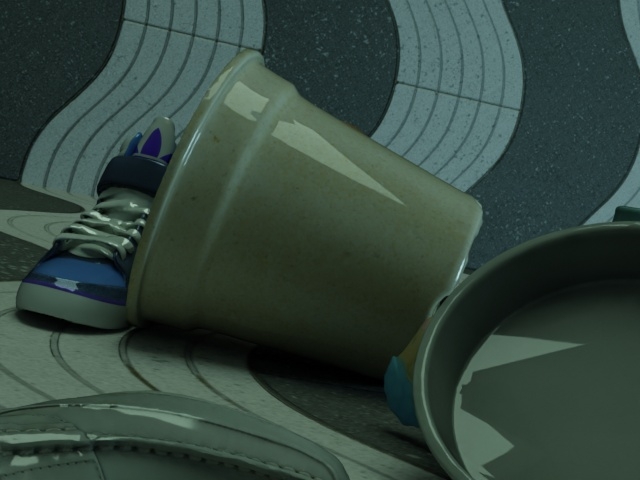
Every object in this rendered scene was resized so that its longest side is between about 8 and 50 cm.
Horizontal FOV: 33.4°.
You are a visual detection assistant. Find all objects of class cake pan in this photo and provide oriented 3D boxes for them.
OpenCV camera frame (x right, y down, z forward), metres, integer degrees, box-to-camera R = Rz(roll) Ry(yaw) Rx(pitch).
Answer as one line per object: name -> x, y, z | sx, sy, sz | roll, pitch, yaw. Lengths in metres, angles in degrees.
cake pan -> 0.216, 0.103, 0.777 | 0.293, 0.293, 0.054 | 14, -39, 33

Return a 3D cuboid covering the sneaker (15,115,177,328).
sneaker -> -0.232, -0.033, 1.222 | 0.130, 0.236, 0.323 | 13, 4, 11

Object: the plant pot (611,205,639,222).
plant pot -> 0.501, 0.088, 1.564 | 0.272, 0.255, 0.271 | 12, 4, -1

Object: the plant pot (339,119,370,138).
plant pot -> 0.025, -0.005, 1.544 | 0.291, 0.290, 0.203 | 8, 22, -40

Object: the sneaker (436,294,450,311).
sneaker -> 0.205, 0.119, 1.361 | 0.281, 0.106, 0.163 | 15, 2, 45

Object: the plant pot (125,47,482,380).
plant pot -> 0.000, 0.000, 1.172 | 0.306, 0.333, 0.334 | 23, 5, 4

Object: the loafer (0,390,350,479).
loafer -> -0.131, 0.119, 0.406 | 0.320, 0.112, 0.111 | 2, 12, -20

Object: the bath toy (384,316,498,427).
bath toy -> 0.232, 0.144, 1.000 | 0.348, 0.151, 0.129 | 10, -31, -34
